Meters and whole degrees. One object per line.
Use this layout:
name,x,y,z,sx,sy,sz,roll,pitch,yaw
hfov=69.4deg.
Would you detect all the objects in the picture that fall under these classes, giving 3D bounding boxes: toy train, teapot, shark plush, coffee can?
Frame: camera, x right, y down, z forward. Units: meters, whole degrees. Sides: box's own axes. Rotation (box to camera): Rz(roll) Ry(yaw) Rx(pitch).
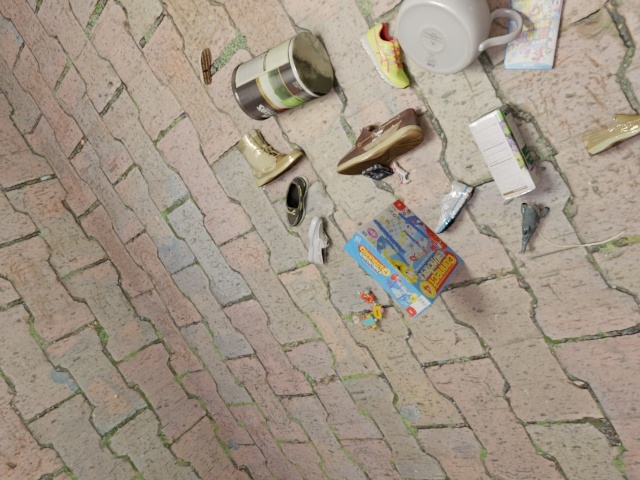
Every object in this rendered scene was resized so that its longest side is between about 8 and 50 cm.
toy train,0.193,0.270,1.825,0.125,0.046,0.166,30,125,22
teapot,0.335,-0.567,1.178,0.256,0.187,0.253,44,162,-20
shark plush,0.595,-0.041,1.342,0.073,0.067,0.161,27,127,22
coffee can,-0.126,-0.529,1.513,0.276,0.201,0.201,-9,108,39

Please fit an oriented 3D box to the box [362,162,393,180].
box,0.189,-0.226,1.531,0.067,0.083,0.018,-21,68,41

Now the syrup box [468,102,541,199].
syrup box,0.511,-0.243,1.276,0.096,0.093,0.236,-23,99,41

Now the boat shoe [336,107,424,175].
boat shoe,0.178,-0.313,1.487,0.342,0.123,0.123,-25,68,49

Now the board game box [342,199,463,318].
board game box,0.270,0.045,1.466,0.302,0.308,0.086,45,130,7

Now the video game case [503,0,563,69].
video game case,0.532,-0.519,1.163,0.119,0.015,0.166,13,121,30

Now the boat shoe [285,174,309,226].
boat shoe,-0.104,-0.145,1.797,0.081,0.069,0.227,27,127,22

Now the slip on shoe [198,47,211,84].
slip on shoe,-0.450,-0.671,1.780,0.041,0.051,0.135,32,136,34

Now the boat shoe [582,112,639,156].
boat shoe,0.732,-0.277,1.119,0.190,0.068,0.072,-30,83,42

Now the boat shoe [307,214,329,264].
boat shoe,0.000,0.000,1.805,0.076,0.083,0.226,18,136,14

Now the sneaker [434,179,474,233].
sneaker,0.402,-0.107,1.457,0.083,0.071,0.190,39,123,21

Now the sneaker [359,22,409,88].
sneaker,0.203,-0.540,1.349,0.094,0.081,0.208,-34,92,40

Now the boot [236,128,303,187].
boot,-0.199,-0.337,1.749,0.262,0.095,0.203,-24,97,46

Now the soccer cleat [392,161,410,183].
soccer cleat,0.265,-0.223,1.513,0.036,0.029,0.083,-21,104,32
